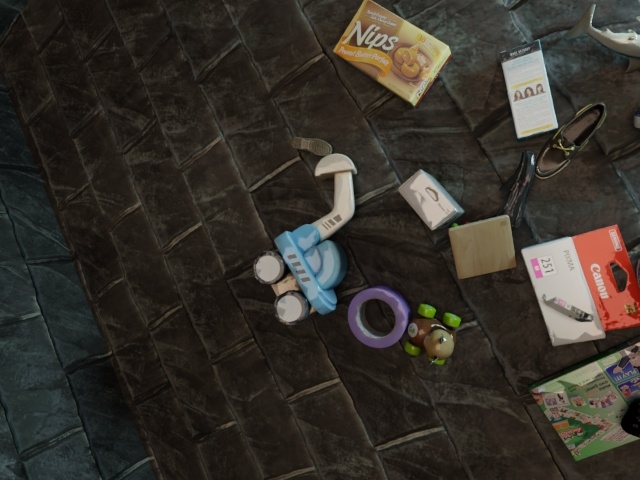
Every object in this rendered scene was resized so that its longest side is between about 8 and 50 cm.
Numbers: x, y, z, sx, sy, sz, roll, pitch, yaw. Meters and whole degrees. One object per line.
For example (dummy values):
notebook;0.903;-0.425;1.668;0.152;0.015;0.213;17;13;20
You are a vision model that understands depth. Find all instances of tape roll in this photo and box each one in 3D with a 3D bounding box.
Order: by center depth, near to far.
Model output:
tape roll;0.188;0.241;1.317;0.189;0.080;0.189;1;93;24

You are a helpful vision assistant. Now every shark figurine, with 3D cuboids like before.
shark figurine;0.759;-0.475;1.024;0.278;0.116;0.166;14;64;16

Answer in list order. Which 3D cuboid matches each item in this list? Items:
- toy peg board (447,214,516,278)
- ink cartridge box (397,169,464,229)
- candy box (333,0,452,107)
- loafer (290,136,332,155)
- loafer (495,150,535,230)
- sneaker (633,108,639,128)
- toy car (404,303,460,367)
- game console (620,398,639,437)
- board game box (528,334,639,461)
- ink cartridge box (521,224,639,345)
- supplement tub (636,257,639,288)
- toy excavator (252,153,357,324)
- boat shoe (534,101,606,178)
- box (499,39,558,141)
toy peg board;0.452;0.008;1.175;0.161;0.079;0.161;-15;113;11
ink cartridge box;0.319;-0.112;1.172;0.087;0.208;0.153;-42;75;20
candy box;0.216;-0.575;1.268;0.316;0.087;0.183;41;107;18
loafer;-0.029;-0.325;1.413;0.148;0.050;0.056;17;103;7
loafer;0.537;-0.140;1.143;0.078;0.076;0.223;15;103;19
sneaker;0.864;-0.412;0.916;0.323;0.130;0.236;-19;110;16
toy car;0.324;0.292;1.191;0.149;0.188;0.155;19;100;12
game console;0.918;0.490;0.977;0.361;0.044;0.213;17;106;14
board game box;0.757;0.417;1.082;0.317;0.046;0.213;-35;79;21
ink cartridge box;0.699;0.121;1.092;0.239;0.060;0.275;-19;84;25
supplement tub;0.852;0.088;0.869;0.241;0.331;0.241;1;92;25
toy excavator;0.000;0.000;1.350;0.445;0.222;0.433;-32;78;8
boat shoe;0.654;-0.264;1.090;0.081;0.069;0.228;42;107;18
box;0.567;-0.405;1.129;0.100;0.060;0.244;-11;87;24
